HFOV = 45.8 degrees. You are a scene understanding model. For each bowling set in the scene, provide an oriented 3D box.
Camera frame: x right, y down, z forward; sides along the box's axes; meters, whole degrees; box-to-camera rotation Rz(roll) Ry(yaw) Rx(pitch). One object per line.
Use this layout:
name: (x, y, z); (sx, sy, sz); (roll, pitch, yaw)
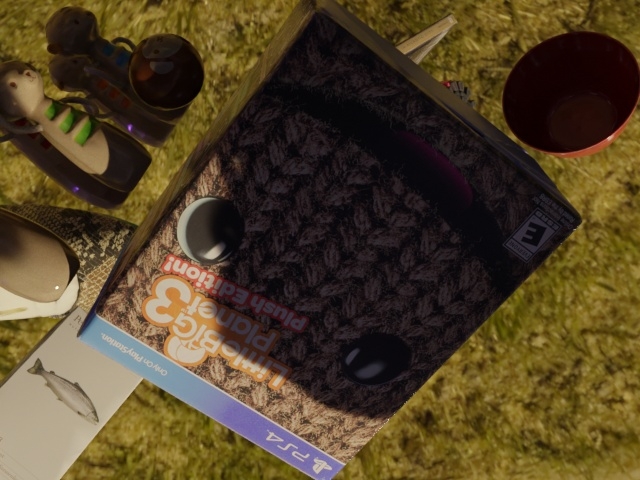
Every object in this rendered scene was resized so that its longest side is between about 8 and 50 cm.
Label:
bowling set: (-0.187, -0.117, 0.585); (0.154, 0.287, 0.200); (34, 126, -14)

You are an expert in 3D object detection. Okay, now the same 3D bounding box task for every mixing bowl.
mixing bowl: (0.353, -0.184, 1.048); (0.181, 0.181, 0.098); (-37, 147, 13)

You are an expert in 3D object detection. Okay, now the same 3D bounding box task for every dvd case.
dvd case: (0.043, -0.182, 0.899); (0.221, 0.164, 0.018); (-33, 91, -12)

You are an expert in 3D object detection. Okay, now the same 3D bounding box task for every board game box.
board game box: (0.000, 0.000, 0.586); (0.232, 0.141, 0.291); (34, 110, -15)

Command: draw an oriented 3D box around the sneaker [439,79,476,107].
sneaker: (0.152, -0.068, 1.052); (0.112, 0.120, 0.299); (5, 98, 38)

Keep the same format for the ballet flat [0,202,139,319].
ballet flat: (-0.453, 0.025, 1.037); (0.482, 0.182, 0.164); (13, 116, 19)

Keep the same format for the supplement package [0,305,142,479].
supplement package: (-0.280, 0.172, 0.772); (0.105, 0.179, 0.105); (43, 148, -10)
